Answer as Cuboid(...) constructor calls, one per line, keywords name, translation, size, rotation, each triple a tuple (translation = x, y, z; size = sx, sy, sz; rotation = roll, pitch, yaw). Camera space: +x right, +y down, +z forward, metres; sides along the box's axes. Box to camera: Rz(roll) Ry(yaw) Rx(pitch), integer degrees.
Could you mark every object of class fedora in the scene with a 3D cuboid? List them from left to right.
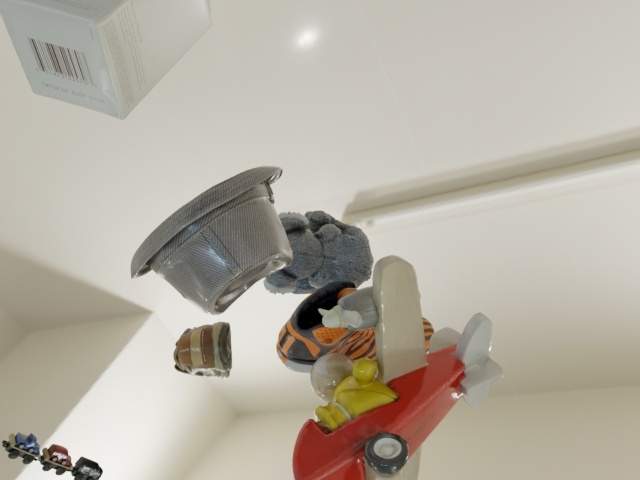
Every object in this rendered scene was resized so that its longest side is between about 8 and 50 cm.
Cuboid(name="fedora", translation=(-0.121, 0.014, 0.846), size=(0.244, 0.124, 0.275), rotation=(-36, 178, -11))

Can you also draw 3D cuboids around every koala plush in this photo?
Cuboid(name="koala plush", translation=(-0.023, 0.028, 1.332), size=(0.203, 0.221, 0.196), rotation=(14, -89, 45))

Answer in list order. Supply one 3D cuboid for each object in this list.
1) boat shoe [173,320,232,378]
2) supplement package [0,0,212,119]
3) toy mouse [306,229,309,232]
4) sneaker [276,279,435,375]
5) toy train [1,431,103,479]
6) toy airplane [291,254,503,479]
Cuboid(name="boat shoe", translation=(-0.254, 0.233, 1.365), size=(0.120, 0.324, 0.122), rotation=(-4, -107, -11))
Cuboid(name="supplement package", translation=(-0.194, -0.219, 0.612), size=(0.105, 0.105, 0.179), rotation=(18, -128, 14))
Cuboid(name="toy mouse", translation=(0.000, 0.000, 1.628), size=(0.031, 0.161, 0.143), rotation=(-55, -172, 6))
Cuboid(name="sneaker", translation=(0.089, 0.159, 1.163), size=(0.321, 0.180, 0.124), rotation=(-4, -127, -22))
Cuboid(name="toy train", translation=(-0.370, 0.305, 0.894), size=(0.036, 0.158, 0.027), rotation=(-50, -142, -2))
Cuboid(name="toy airplane", translation=(0.111, 0.242, 1.043), size=(0.273, 0.384, 0.386), rotation=(18, -97, 37))
